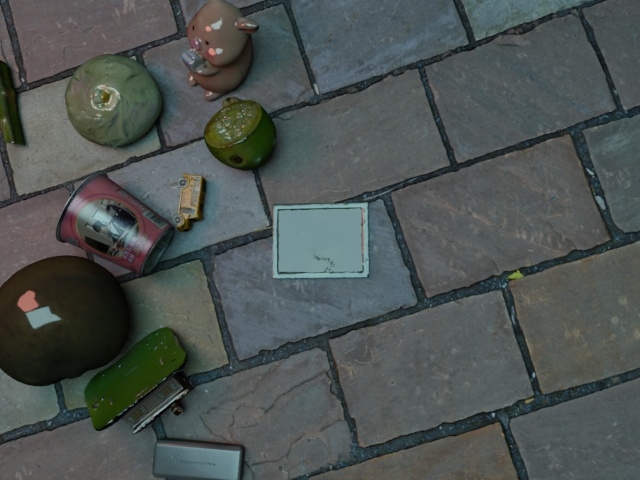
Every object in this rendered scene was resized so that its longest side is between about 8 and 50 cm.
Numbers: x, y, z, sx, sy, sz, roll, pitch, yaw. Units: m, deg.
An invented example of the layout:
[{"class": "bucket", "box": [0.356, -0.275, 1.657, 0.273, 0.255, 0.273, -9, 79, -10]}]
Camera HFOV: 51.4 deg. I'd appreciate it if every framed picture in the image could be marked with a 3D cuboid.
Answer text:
[{"class": "framed picture", "box": [0.000, 0.000, 1.862, 0.273, 0.016, 0.216, 0, 82, 6]}]

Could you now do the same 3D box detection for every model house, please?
[{"class": "model house", "box": [-0.470, 0.404, 1.814, 0.294, 0.154, 0.207, -38, 37, -8]}]

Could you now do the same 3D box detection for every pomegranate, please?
[{"class": "pomegranate", "box": [-0.227, -0.291, 1.865, 0.190, 0.159, 0.241, -47, 52, -10]}]

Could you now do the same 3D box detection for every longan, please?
[{"class": "longan", "box": [-0.694, 0.217, 1.761, 0.361, 0.361, 0.361, -1, 82, 6]}]

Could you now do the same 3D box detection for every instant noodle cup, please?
[{"class": "instant noodle cup", "box": [-0.553, -0.031, 1.832, 0.255, 0.244, 0.244, 31, 86, 0]}]

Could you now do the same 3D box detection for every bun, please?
[{"class": "bun", "box": [-0.610, -0.412, 1.901, 0.283, 0.179, 0.283, -1, 80, 8]}]

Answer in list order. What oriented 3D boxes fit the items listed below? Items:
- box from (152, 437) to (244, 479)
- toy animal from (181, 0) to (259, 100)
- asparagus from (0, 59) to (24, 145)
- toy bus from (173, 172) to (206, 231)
[{"class": "box", "box": [-0.329, 0.596, 1.796, 0.243, 0.055, 0.103, 3, 83, 6]}, {"class": "toy animal", "box": [-0.293, -0.547, 1.861, 0.213, 0.256, 0.195, -40, 79, -11]}, {"class": "asparagus", "box": [-0.946, -0.408, 1.998, 0.067, 0.060, 0.278, -11, 81, -15]}, {"class": "toy bus", "box": [-0.369, -0.104, 1.888, 0.074, 0.069, 0.162, 5, 82, 5]}]
